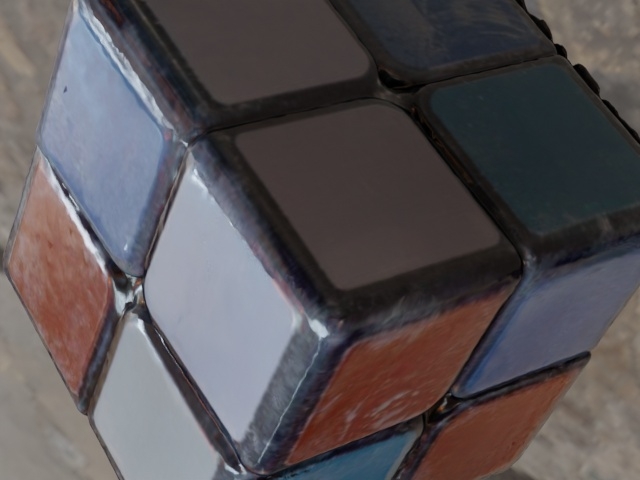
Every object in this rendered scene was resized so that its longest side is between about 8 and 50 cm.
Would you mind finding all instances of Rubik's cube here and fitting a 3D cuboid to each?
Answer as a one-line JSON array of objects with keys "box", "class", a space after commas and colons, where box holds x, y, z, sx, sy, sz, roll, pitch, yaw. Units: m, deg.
[{"box": [0.000, 0.000, 1.102, 0.316, 0.318, 0.313, 56, 142, 27], "class": "Rubik's cube"}]
